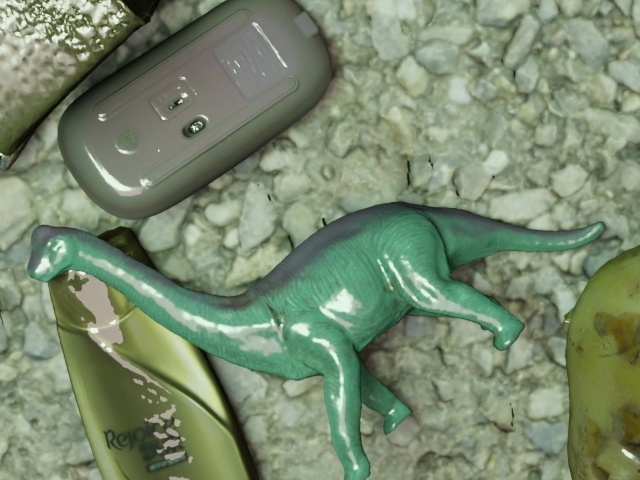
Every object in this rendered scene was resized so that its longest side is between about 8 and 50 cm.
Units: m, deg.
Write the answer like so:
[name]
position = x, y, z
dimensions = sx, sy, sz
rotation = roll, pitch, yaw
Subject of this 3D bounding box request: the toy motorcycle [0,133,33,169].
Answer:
[toy motorcycle]
position = -0.358, -0.019, 1.211
dimensions = 0.173, 0.108, 0.307
rotation = 31, 101, -18

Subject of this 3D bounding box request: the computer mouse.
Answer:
[computer mouse]
position = -0.101, -0.112, 1.200
dimensions = 0.232, 0.057, 0.120
rotation = -36, 89, -9

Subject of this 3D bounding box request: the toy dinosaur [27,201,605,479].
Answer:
[toy dinosaur]
position = 0.000, 0.000, 1.220
dimensions = 0.383, 0.129, 0.331
rotation = -44, 94, -14

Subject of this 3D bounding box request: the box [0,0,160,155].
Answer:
[box]
position = -0.226, -0.197, 1.077
dimensions = 0.143, 0.273, 0.184
rotation = -41, 104, 9

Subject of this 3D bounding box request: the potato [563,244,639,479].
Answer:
[potato]
position = 0.286, 0.132, 1.241
dimensions = 0.165, 0.165, 0.262
rotation = 0, 98, -2

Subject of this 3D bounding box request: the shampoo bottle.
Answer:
[shampoo bottle]
position = -0.137, 0.161, 1.273
dimensions = 0.125, 0.084, 0.350
rotation = -17, 104, 7
